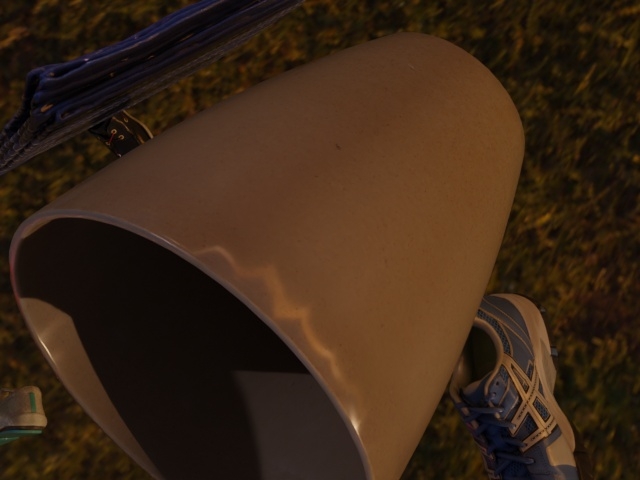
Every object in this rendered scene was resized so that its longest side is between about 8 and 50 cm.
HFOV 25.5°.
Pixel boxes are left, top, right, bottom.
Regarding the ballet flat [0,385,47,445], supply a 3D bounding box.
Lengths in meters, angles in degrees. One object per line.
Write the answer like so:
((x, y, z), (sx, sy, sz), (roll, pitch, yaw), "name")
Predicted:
((-0.322, 0.179, 1.430), (0.168, 0.057, 0.052), (-20, 69, 48), "ballet flat")

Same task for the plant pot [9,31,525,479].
((0.000, 0.000, 0.854), (0.257, 0.274, 0.256), (27, 144, 22), "plant pot")

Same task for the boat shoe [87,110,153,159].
((-0.201, -0.109, 1.344), (0.049, 0.042, 0.133), (-28, 103, 34), "boat shoe")

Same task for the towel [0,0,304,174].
((-0.140, -0.134, 1.096), (0.040, 0.243, 0.336), (62, 161, -6), "towel")

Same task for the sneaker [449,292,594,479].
((0.134, 0.135, 1.015), (0.080, 0.081, 0.211), (-38, 55, 38), "sneaker")
